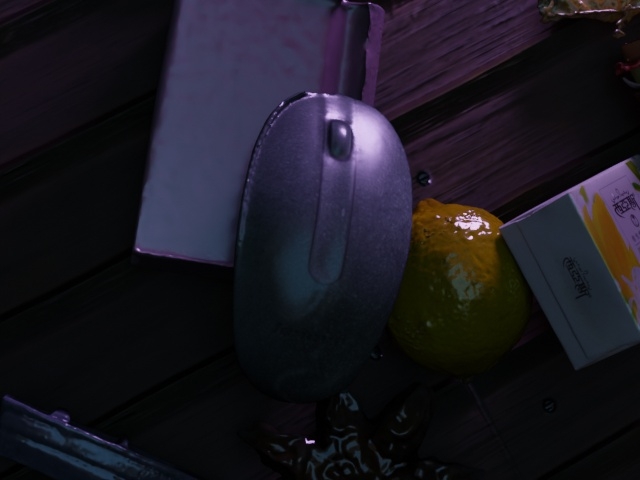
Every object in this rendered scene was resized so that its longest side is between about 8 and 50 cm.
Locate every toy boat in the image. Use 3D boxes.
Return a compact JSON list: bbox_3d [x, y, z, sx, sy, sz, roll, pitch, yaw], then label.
[{"bbox_3d":[-0.251,0.260,1.601,0.283,0.127,0.078,25,80,-6],"label":"toy boat"}]

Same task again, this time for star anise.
[{"bbox_3d":[0.049,0.309,1.648,0.315,0.108,0.315,1,74,-5],"label":"star anise"}]

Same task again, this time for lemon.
[{"bbox_3d":[0.160,0.060,1.656,0.192,0.192,0.231,-13,87,-10],"label":"lemon"}]

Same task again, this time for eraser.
[{"bbox_3d":[-0.077,-0.130,1.689,0.272,0.122,0.359,7,80,-5],"label":"eraser"}]

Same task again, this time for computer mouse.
[{"bbox_3d":[0.002,0.000,1.562,0.203,0.114,0.374,9,80,-9],"label":"computer mouse"}]

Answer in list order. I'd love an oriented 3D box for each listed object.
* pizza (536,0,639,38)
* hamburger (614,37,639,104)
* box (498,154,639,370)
[{"bbox_3d":[0.397,-0.375,1.820,0.288,0.075,0.280,-30,83,-9],"label":"pizza"},{"bbox_3d":[0.476,-0.206,1.760,0.175,0.175,0.137,-16,91,-10],"label":"hamburger"},{"bbox_3d":[0.350,0.021,1.663,0.260,0.111,0.194,-25,86,-54],"label":"box"}]
